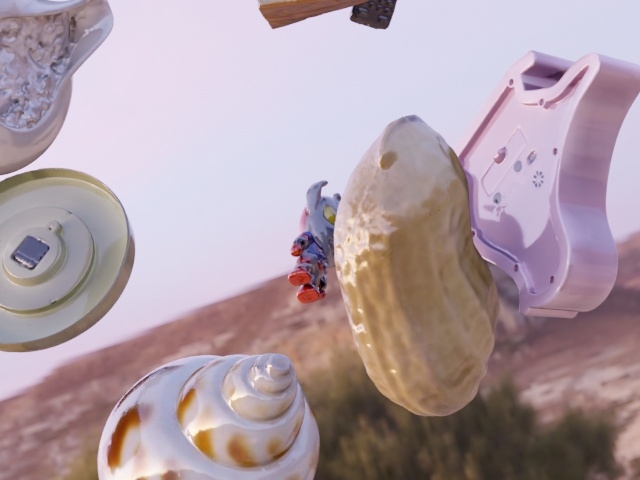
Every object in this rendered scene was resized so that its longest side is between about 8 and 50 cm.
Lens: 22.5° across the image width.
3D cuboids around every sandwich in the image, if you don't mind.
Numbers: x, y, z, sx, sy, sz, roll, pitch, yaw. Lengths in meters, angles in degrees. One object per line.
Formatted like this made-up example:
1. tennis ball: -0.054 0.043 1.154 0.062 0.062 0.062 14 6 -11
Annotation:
1. sandwich: 0.006 -0.348 2.058 0.187 0.117 0.144 -7 -2 11

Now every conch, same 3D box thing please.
1. conch: -0.091 0.167 1.320 0.275 0.183 0.148 -31 -32 31

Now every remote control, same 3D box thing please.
1. remote control: 0.096 -0.401 2.126 0.063 0.245 0.025 16 3 -24

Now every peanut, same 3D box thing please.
1. peanut: 0.106 0.037 1.784 0.174 0.340 0.158 -21 24 -7

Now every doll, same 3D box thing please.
1. doll: 0.000 -0.001 1.931 0.062 0.104 0.195 -29 23 30

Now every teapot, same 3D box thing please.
1. teapot: -0.339 -0.159 1.638 0.166 0.208 0.300 3 39 20

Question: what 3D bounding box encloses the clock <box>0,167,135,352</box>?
1. clock: -0.326 0.019 1.829 0.235 0.235 0.029 -19 -33 1

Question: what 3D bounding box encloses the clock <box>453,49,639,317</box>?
1. clock: 0.273 -0.081 1.819 0.080 0.275 0.290 7 -51 -31
